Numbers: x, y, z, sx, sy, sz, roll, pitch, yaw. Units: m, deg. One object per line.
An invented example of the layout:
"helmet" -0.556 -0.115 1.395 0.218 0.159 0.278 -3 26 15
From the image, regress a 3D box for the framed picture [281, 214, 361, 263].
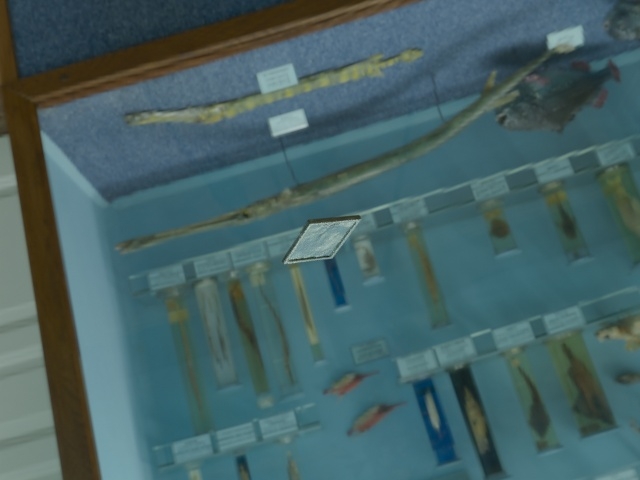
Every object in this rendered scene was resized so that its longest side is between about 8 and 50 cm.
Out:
"framed picture" 0.000 0.000 0.905 0.066 0.006 0.089 -6 152 -28
